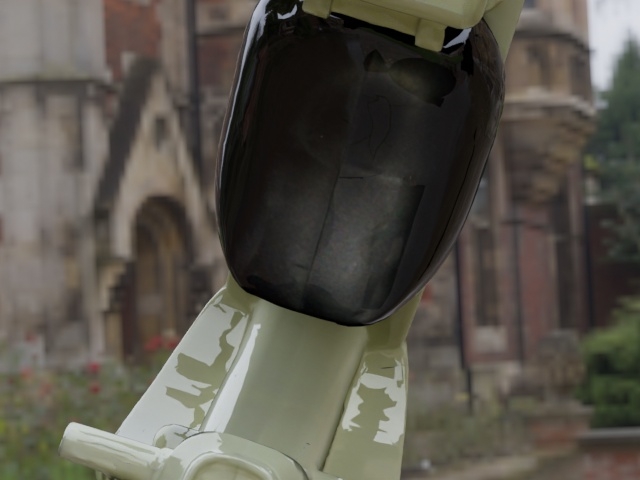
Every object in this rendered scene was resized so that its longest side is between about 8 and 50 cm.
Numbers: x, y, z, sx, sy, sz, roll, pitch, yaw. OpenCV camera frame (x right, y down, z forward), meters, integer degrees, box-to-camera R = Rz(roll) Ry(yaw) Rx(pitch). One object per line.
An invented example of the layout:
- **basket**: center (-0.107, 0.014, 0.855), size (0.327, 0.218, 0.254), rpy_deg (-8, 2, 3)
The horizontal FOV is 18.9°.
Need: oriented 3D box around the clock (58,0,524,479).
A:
- **clock**: center (0.000, 0.000, 0.718), size (0.120, 0.379, 0.276), rpy_deg (16, 16, 4)
